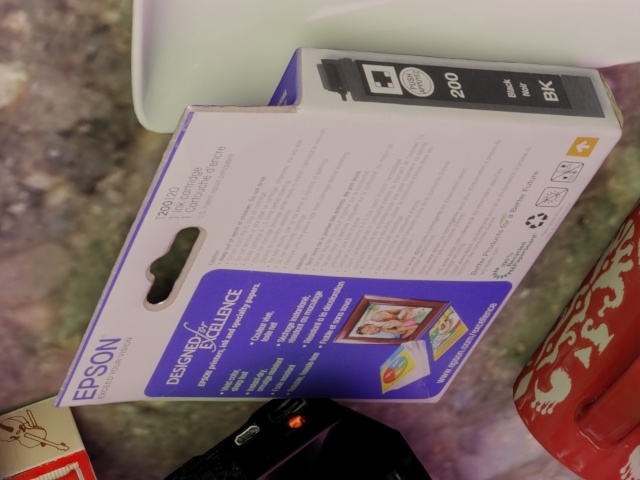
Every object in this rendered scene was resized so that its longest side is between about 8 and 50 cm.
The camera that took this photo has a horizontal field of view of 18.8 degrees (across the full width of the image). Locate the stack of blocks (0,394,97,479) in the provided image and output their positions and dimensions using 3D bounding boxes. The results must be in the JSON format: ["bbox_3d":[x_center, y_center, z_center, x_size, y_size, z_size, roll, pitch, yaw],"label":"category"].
[{"bbox_3d":[-0.183,0.141,0.894,0.171,0.087,0.297,-21,130,-9],"label":"stack of blocks"}]

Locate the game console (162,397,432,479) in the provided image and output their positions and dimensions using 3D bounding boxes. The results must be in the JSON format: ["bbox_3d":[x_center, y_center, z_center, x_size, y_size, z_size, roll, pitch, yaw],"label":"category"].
[{"bbox_3d":[-0.084,0.231,0.910,0.361,0.044,0.213,-36,131,-5],"label":"game console"}]

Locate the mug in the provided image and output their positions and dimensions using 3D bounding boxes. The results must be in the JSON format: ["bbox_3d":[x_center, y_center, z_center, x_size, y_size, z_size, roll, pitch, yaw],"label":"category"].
[{"bbox_3d":[0.167,0.037,0.955,0.150,0.113,0.169,2,131,-49],"label":"mug"}]

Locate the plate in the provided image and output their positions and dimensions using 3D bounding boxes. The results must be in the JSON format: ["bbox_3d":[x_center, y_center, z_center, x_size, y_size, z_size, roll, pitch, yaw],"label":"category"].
[{"bbox_3d":[0.051,-0.186,0.783,0.277,0.045,0.278,-11,127,-18],"label":"plate"}]

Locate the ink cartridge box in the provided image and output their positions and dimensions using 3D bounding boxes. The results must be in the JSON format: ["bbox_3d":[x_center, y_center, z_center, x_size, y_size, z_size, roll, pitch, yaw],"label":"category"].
[{"bbox_3d":[0.000,0.000,0.866,0.208,0.045,0.206,1,140,-28],"label":"ink cartridge box"}]
